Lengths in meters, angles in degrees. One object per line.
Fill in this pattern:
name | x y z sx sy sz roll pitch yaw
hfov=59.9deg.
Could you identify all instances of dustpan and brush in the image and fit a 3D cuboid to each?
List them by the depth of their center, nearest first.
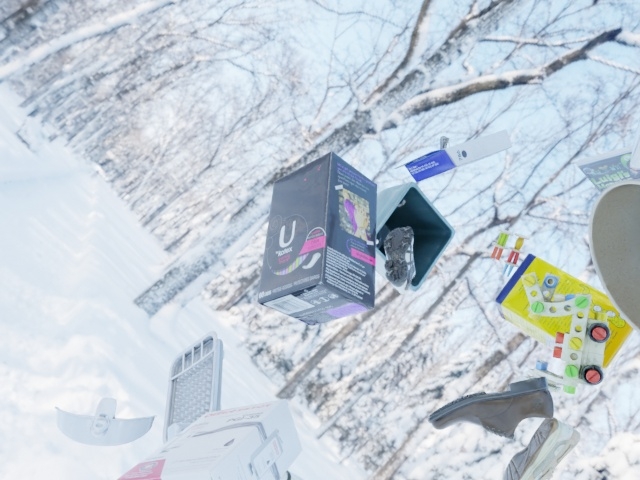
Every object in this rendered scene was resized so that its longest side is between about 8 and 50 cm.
dustpan and brush | -0.303 0.253 0.775 0.147 0.060 0.211 10 -1 -16

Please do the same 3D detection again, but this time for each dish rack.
dish rack | -0.411 0.497 1.851 0.072 0.285 0.333 31 37 -34

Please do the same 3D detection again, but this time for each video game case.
video game case | 0.764 -0.158 1.371 0.173 0.022 0.190 41 -22 -17

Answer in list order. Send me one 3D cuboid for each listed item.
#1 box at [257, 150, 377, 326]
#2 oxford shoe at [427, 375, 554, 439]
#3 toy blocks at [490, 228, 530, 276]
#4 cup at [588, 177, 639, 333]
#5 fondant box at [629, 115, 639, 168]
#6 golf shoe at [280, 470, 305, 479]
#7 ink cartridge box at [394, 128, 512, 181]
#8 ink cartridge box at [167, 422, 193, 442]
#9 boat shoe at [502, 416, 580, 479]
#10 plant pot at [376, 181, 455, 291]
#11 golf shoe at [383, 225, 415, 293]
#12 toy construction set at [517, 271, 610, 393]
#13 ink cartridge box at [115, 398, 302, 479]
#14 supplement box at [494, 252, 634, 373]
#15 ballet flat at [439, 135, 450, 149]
box | 0.000 0.000 1.034 0.165 0.270 0.143 -22 -39 39
oxford shoe | 0.308 0.319 1.006 0.083 0.227 0.096 31 43 -65
toy blocks | 0.620 0.044 1.855 0.123 0.148 0.054 12 14 -21
cup | 0.709 0.013 1.033 0.331 0.237 0.331 162 -90 -83
fondant box | 0.661 -0.233 0.893 0.238 0.330 0.096 15 -37 23
golf shoe | -0.138 0.675 1.577 0.273 0.105 0.120 23 -51 -3
ink cartridge box | 0.383 -0.237 1.591 0.165 0.333 0.065 -18 -89 57
ink cartridge box | -0.208 0.498 1.168 0.045 0.223 0.224 -44 -134 47
boat shoe | 0.606 0.627 1.545 0.098 0.302 0.109 27 19 3
plant pot | 0.221 -0.018 1.781 0.247 0.248 0.252 45 -18 -25
golf shoe | 0.207 0.050 1.434 0.077 0.198 0.094 -6 -46 25
toy construction set | 0.594 0.249 1.381 0.215 0.151 0.327 9 -74 26
ink cartridge box | -0.187 0.402 0.990 0.283 0.207 0.117 -20 94 -68
supplement box | 0.745 0.230 1.690 0.356 0.195 0.194 35 -7 32
ballet flat | 0.427 -0.303 1.914 0.041 0.041 0.114 34 -46 44
